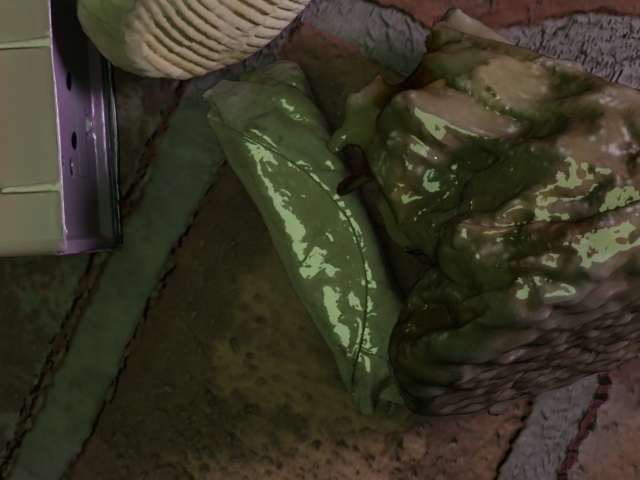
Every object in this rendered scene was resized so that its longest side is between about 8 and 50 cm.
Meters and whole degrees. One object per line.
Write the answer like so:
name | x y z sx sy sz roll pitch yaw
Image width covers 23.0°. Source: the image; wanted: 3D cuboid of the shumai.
shumai | 0.151 -0.053 1.031 0.314 0.267 0.262 -34 68 45

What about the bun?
bun | -0.086 -0.197 1.114 0.188 0.164 0.111 -42 65 20

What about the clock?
clock | -0.198 -0.084 1.134 0.071 0.147 0.192 -4 91 9

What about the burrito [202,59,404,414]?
burrito | 0.000 0.000 1.147 0.082 0.059 0.275 -23 87 -5
